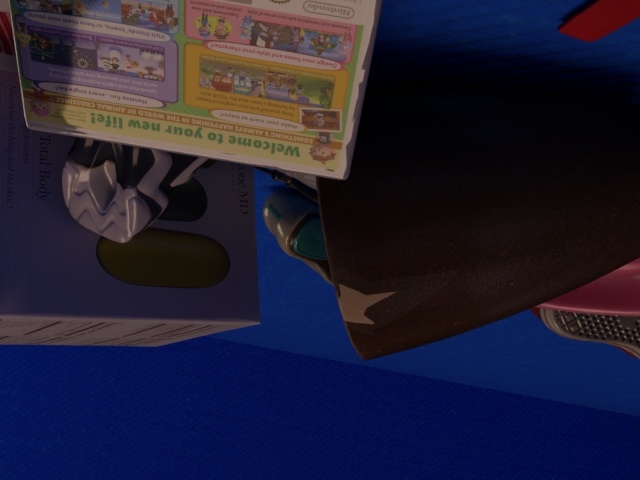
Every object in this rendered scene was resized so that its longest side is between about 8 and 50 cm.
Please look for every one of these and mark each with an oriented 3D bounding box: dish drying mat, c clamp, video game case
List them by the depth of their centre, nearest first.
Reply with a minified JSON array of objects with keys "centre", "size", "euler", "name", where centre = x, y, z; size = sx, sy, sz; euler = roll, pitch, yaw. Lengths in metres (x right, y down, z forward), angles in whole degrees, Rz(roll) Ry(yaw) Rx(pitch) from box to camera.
[{"centre":[-0.073,-0.132,0.448],"size":[0.212,0.023,0.193],"euler":[9,131,-1],"name":"video game case"},{"centre":[0.183,-0.143,0.472],"size":[0.032,0.008,0.083],"euler":[14,163,-20],"name":"dish drying mat"},{"centre":[0.021,-0.049,0.831],"size":[0.161,0.022,0.137],"euler":[15,-168,-31],"name":"c clamp"}]

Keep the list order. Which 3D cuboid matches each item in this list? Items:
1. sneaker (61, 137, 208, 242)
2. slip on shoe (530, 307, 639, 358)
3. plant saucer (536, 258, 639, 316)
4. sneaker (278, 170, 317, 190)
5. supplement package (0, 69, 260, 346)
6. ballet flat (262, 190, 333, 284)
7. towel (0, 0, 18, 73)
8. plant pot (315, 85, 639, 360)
[{"centre":[-0.113,-0.124,0.588],"size":[0.094,0.153,0.235],"euler":[22,128,12],"name":"sneaker"},{"centre":[0.422,0.103,1.066],"size":[0.331,0.123,0.101],"euler":[15,-173,-21],"name":"slip on shoe"},{"centre":[0.280,0.004,0.810],"size":[0.332,0.084,0.332],"euler":[9,165,3],"name":"plant saucer"},{"centre":[-0.012,-0.084,0.723],"size":[0.083,0.071,0.191],"euler":[21,176,40],"name":"sneaker"},{"centre":[-0.220,-0.010,0.723],"size":[0.263,0.199,0.198],"euler":[7,163,-40],"name":"supplement package"},{"centre":[0.000,0.000,1.002],"size":[0.086,0.086,0.248],"euler":[2,162,25],"name":"ballet flat"},{"centre":[-0.302,-0.151,0.680],"size":[0.237,0.037,0.329],"euler":[13,164,-16],"name":"towel"},{"centre":[0.132,-0.029,0.600],"size":[0.230,0.215,0.215],"euler":[-9,161,11],"name":"plant pot"}]
